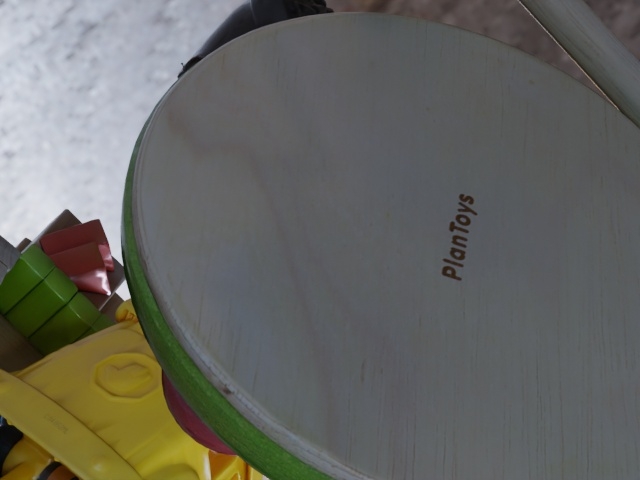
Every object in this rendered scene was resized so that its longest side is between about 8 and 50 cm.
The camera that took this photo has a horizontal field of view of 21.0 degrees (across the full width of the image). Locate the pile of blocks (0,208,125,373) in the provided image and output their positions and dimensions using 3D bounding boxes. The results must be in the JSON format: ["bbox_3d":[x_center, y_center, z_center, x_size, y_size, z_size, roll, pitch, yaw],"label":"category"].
[{"bbox_3d":[-0.214,0.053,1.030,0.113,0.149,0.362,-40,165,30],"label":"pile of blocks"}]

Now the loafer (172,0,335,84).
[{"bbox_3d":[0.000,0.000,0.730,0.078,0.220,0.080,-25,164,23],"label":"loafer"}]

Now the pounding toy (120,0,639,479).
[{"bbox_3d":[0.037,0.018,0.545,0.237,0.183,0.110,-38,162,-40],"label":"pounding toy"}]

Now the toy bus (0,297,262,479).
[{"bbox_3d":[-0.101,0.144,1.045,0.211,0.149,0.220,-36,143,-36],"label":"toy bus"}]
